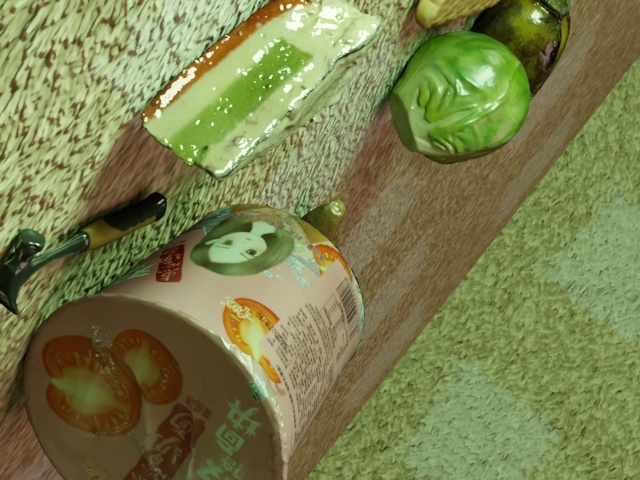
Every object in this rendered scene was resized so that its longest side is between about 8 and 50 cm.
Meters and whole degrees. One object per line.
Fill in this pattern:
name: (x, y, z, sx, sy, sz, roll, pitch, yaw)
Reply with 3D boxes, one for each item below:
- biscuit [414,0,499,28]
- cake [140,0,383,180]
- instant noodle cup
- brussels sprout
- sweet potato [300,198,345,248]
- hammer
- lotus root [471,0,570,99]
biscuit: (0.182, -0.306, 1.622, 0.160, 0.030, 0.249, -58, 167, 27)
cake: (-0.032, -0.135, 1.160, 0.117, 0.086, 0.220, -59, 167, 29)
instant noodle cup: (-0.092, 0.098, 1.311, 0.231, 0.243, 0.243, -49, 170, -53)
brussels sprout: (0.153, -0.159, 1.686, 0.155, 0.155, 0.117, -50, 179, -13)
sweet potato: (-0.003, 0.011, 1.784, 0.255, 0.058, 0.078, 89, 19, -78)
hammer: (-0.179, 0.002, 1.163, 0.078, 0.021, 0.201, -59, 166, 28)
lotus root: (0.232, -0.230, 1.846, 0.120, 0.120, 0.209, -41, 164, -44)
